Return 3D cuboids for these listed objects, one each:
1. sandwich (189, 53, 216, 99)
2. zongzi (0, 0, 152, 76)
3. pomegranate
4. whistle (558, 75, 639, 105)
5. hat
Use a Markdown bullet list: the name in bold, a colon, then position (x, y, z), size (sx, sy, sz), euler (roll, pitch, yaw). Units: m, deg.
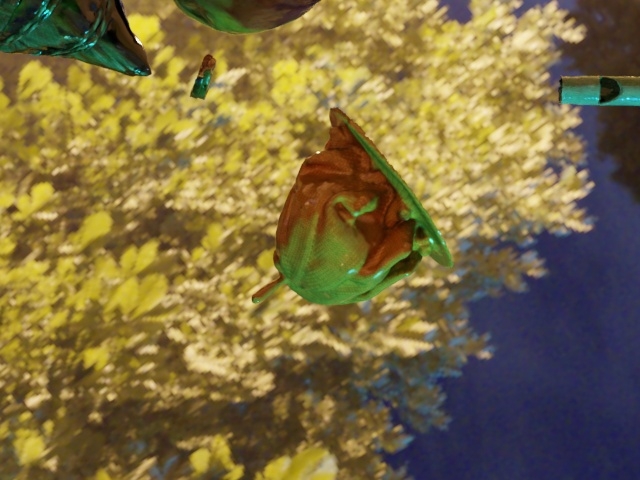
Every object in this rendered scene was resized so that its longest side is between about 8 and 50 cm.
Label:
- **sandwich**: position (-0.182, -0.253, 1.824), size (0.026, 0.101, 0.069), euler (23, -110, -7)
- **zongzi**: position (-0.410, -0.396, 1.497), size (0.383, 0.319, 0.362), euler (15, -142, -58)
- **pomegranate**: position (-0.106, -0.437, 1.666), size (0.281, 0.281, 0.281), euler (34, -144, -29)
- **whistle**: position (0.386, -0.181, 1.418), size (0.039, 0.186, 0.039), euler (2, -90, -85)
- **hat**: position (0.000, 0.000, 1.481), size (0.244, 0.233, 0.233), euler (56, 173, -32)
